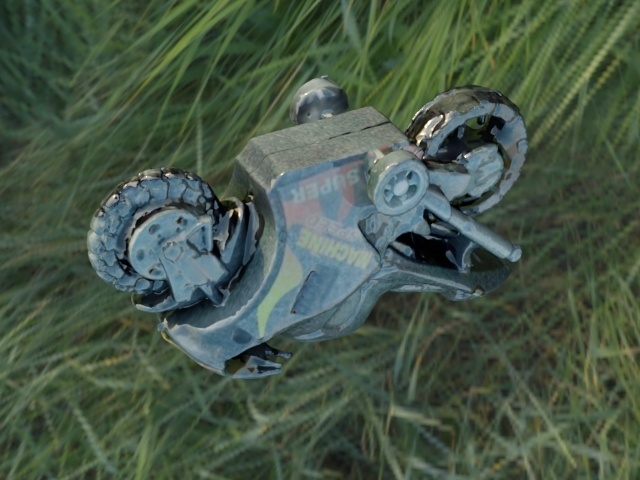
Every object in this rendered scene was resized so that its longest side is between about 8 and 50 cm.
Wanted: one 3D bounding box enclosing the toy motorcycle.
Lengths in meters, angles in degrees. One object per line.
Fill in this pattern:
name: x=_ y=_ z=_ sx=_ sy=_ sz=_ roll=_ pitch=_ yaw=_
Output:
toy motorcycle: x=0.000 y=0.000 z=0.892 sx=0.307 sy=0.108 sz=0.173 roll=-15 pitch=128 yaw=-25
